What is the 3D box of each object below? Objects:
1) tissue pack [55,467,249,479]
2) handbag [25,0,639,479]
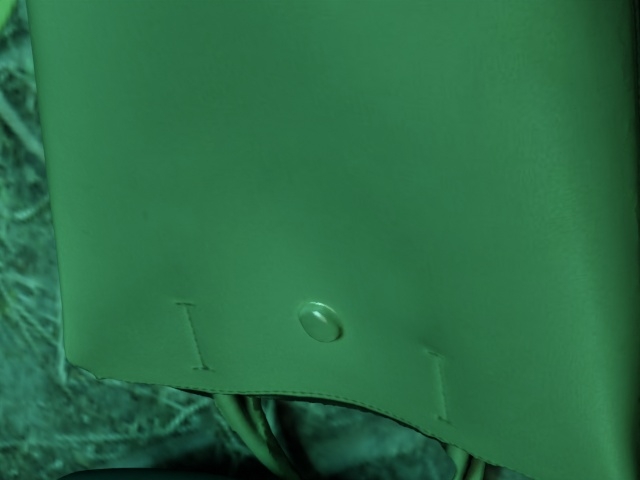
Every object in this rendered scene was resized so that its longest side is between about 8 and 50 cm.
[{"bbox_3d":[-0.038,0.245,0.581,0.206,0.198,0.287,10,119,28],"label":"tissue pack"},{"bbox_3d":[0.000,0.000,0.517,0.241,0.109,0.315,11,120,24],"label":"handbag"}]
